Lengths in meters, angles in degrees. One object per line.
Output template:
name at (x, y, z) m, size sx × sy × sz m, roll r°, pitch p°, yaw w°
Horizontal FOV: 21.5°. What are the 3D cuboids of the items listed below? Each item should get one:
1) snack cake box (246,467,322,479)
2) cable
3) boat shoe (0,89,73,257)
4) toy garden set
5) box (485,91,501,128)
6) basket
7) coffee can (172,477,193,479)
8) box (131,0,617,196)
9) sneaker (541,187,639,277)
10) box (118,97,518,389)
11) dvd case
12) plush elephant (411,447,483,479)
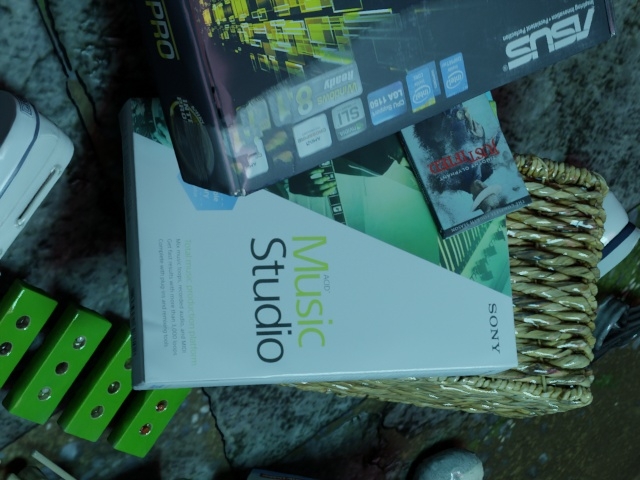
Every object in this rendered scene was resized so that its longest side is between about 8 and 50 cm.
snack cake box at (0.042, 0.333, 1.692) m, size 0.089 × 0.264 × 0.152 m, roll -56°, pitch 154°, yaw -77°
cable at (0.308, 0.086, 1.871) m, size 0.139 × 0.072 × 0.287 m, roll -49°, pitch 164°, yaw 30°
boat shoe at (-0.288, 0.012, 1.294) m, size 0.088 × 0.096 × 0.267 m, roll 35°, pitch 86°, yaw -45°
toy garden set at (-0.242, 0.147, 1.472) m, size 0.204 × 0.049 × 0.244 m, roll -55°, pitch 140°, yaw 4°
box at (0.110, -0.117, 1.541) m, size 0.060 × 0.100 × 0.244 m, roll -38°, pitch 138°, yaw -13°
basket at (0.091, 0.035, 1.552) m, size 0.299 × 0.213 × 0.223 m, roll 9°, pitch 78°, yaw -15°
coffee can at (-0.210, 0.362, 1.546) m, size 0.275 × 0.201 × 0.201 m, roll -21°, pitch 132°, yaw -30°
box at (0.035, -0.250, 1.302) m, size 0.395 × 0.097 × 0.318 m, roll -24°, pitch 113°, yaw -28°
sneaker at (0.223, 0.030, 1.779) m, size 0.235 × 0.095 × 0.090 m, roll -39°, pitch -176°, yaw 12°
box at (0.000, 0.000, 1.387) m, size 0.322 × 0.058 × 0.232 m, roll -1°, pitch 81°, yaw -19°
dvd case at (0.116, -0.070, 1.399) m, size 0.087 × 0.119 × 0.013 m, roll -21°, pitch 178°, yaw -19°
plush elephant at (0.104, 0.445, 1.849) m, size 0.272 × 0.255 × 0.330 m, roll -15°, pitch 129°, yaw -34°
